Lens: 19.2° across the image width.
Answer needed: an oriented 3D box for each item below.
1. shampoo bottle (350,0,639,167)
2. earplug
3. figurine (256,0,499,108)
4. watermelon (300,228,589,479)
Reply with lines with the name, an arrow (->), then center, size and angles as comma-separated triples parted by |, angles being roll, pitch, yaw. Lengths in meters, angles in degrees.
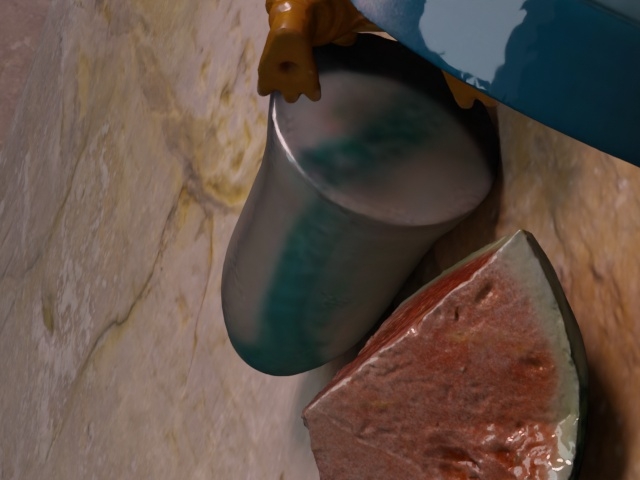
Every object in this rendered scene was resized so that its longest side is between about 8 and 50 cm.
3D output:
shampoo bottle -> 0.218, -0.224, 0.869 | 0.331, 0.331, 0.343 | -118, 46, -61
earplug -> 0.000, 0.000, 1.549 | 0.324, 0.185, 0.185 | 120, 155, -51
figurine -> 0.094, -0.285, 1.372 | 0.401, 0.268, 0.387 | -12, 43, 32
watermelon -> 0.091, 0.111, 1.239 | 0.260, 0.176, 0.256 | -33, 51, 31
